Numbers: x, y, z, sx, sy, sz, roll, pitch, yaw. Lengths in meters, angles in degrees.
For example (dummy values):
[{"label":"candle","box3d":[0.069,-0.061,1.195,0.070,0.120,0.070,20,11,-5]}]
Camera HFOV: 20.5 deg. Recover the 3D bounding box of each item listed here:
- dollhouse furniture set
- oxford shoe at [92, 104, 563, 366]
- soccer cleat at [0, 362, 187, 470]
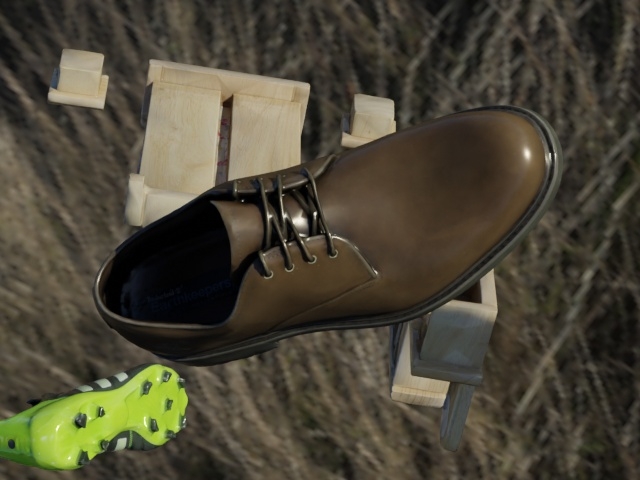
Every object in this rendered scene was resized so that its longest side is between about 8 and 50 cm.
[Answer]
[{"label":"dollhouse furniture set","box3d":[-0.058,0.016,1.388,0.303,0.356,0.173,-89,9,-57]},{"label":"oxford shoe","box3d":[0.000,0.000,0.793,0.227,0.096,0.082,-25,72,16]},{"label":"soccer cleat","box3d":[-0.149,0.115,1.170,0.072,0.179,0.060,1,95,25]}]
